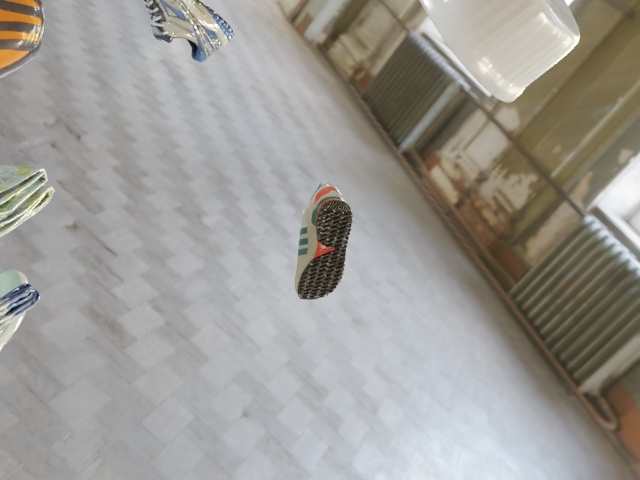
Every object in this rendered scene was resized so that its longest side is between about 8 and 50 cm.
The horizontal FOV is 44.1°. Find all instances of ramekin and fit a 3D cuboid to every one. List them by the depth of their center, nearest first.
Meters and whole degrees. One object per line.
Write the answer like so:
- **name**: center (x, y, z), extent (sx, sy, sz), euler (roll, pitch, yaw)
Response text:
- **ramekin**: center (0.259, -0.355, 1.160), extent (0.277, 0.135, 0.277), euler (37, 35, -31)

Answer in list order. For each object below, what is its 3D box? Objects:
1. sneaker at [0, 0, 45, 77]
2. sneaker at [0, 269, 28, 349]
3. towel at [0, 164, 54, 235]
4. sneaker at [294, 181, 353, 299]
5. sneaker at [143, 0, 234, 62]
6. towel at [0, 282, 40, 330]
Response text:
- **sneaker**: center (-0.371, -0.175, 0.572), extent (0.321, 0.125, 0.180), euler (-1, 6, -16)
- **sneaker**: center (-0.586, 0.119, 1.301), extent (0.151, 0.094, 0.256), euler (55, 35, -38)
- **towel**: center (-0.756, -0.071, 1.547), extent (0.374, 0.090, 0.320), euler (3, 20, 5)
- **sneaker**: center (0.000, 0.000, 1.011), extent (0.057, 0.161, 0.075), euler (3, 35, -16)
- **sneaker**: center (-0.147, -0.222, 0.764), extent (0.135, 0.058, 0.052), euler (37, 5, -32)
- **towel**: center (-0.448, 0.155, 0.873), extent (0.034, 0.209, 0.285), euler (50, 20, -6)
